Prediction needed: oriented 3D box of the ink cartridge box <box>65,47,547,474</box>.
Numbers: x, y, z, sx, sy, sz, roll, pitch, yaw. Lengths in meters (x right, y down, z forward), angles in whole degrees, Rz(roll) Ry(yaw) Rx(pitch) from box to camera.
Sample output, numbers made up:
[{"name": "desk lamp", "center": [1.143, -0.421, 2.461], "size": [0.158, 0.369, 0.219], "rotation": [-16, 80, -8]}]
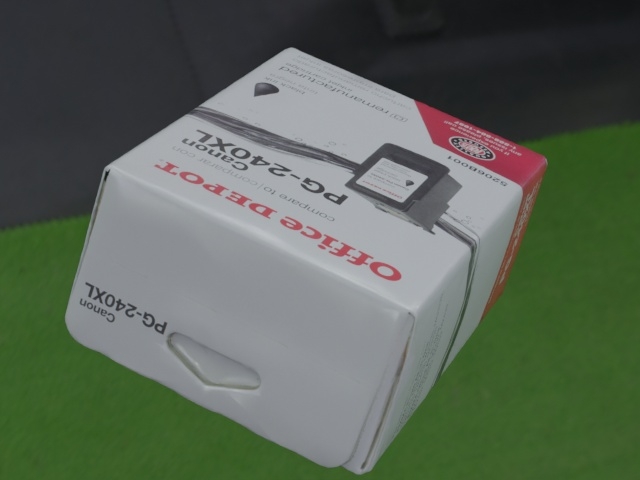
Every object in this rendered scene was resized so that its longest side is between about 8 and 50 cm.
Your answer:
[{"name": "ink cartridge box", "center": [0.000, 0.000, 0.612], "size": [0.109, 0.063, 0.150], "rotation": [25, 27, 12]}]
